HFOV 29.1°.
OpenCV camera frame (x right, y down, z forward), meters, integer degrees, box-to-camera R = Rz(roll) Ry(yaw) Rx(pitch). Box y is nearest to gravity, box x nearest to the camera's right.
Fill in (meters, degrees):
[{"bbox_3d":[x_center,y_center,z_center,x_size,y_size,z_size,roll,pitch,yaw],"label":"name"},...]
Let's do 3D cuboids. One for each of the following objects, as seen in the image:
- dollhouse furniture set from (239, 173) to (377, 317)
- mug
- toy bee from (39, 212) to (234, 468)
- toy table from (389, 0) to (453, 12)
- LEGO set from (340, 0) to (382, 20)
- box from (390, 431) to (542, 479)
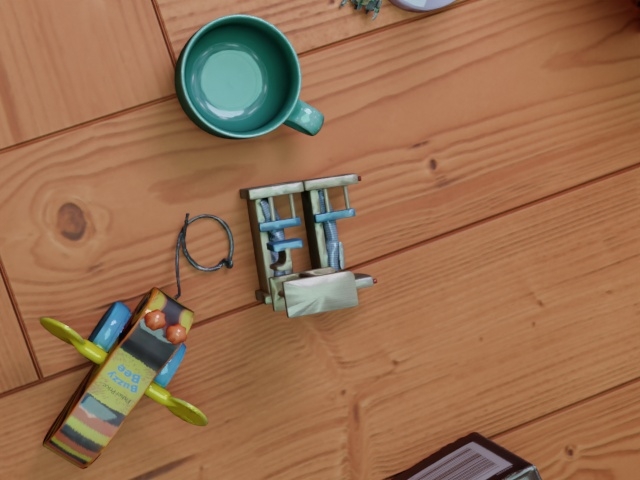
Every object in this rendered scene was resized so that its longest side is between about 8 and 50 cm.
[{"bbox_3d":[0.000,0.000,1.318,0.128,0.183,0.129,-10,95,-12],"label":"dollhouse furniture set"},{"bbox_3d":[-0.087,-0.162,1.334,0.129,0.097,0.158,-29,100,-11],"label":"mug"},{"bbox_3d":[-0.198,0.107,1.291,0.195,0.162,0.298,13,90,-12],"label":"toy bee"},{"bbox_3d":[0.144,-0.395,1.345,0.252,0.161,0.274,0,94,-13],"label":"toy table"},{"bbox_3d":[0.048,-0.286,1.392,0.054,0.023,0.083,-6,90,25],"label":"LEGO set"},{"bbox_3d":[0.229,0.426,1.393,0.143,0.191,0.381,-29,98,-10],"label":"box"}]
